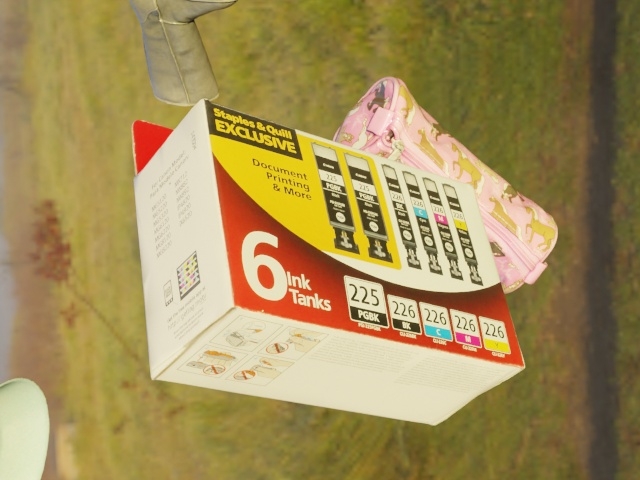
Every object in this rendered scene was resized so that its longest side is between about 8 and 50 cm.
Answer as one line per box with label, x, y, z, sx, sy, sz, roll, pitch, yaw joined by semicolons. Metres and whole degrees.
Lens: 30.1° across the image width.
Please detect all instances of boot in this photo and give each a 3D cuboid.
boot;-0.176;-0.279;1.671;0.076;0.190;0.208;-59;-31;-42

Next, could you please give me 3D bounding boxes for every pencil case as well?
pencil case;0.197;-0.081;1.840;0.160;0.386;0.167;-27;32;45

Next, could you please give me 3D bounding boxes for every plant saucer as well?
plant saucer;-0.305;0.210;1.050;0.195;0.037;0.195;16;-90;-75

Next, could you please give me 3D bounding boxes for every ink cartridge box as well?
ink cartridge box;0.000;0.000;1.059;0.130;0.309;0.271;-42;48;39
